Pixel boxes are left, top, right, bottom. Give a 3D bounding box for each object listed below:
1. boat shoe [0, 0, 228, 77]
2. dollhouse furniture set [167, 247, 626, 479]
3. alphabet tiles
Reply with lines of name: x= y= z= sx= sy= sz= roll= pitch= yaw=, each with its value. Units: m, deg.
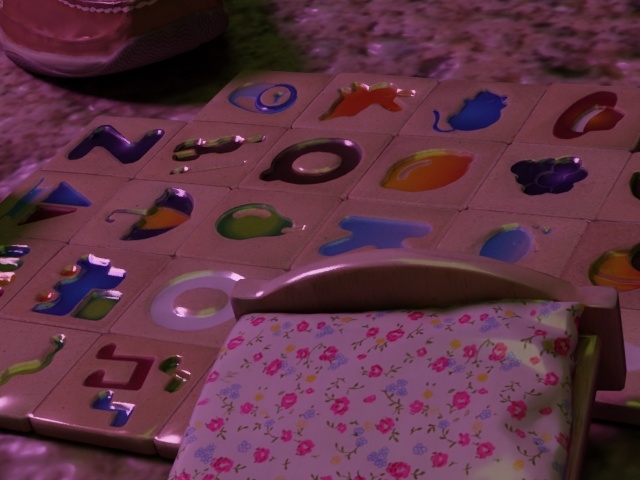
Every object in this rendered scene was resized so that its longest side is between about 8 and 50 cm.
boat shoe: x=-0.159 y=-0.187 z=0.930 sx=0.123 sy=0.116 sz=0.324 roll=-26 pitch=34 yaw=-21
dollhouse furniture set: x=0.044 y=0.005 z=0.478 sx=0.355 sy=0.174 sz=0.303 roll=0 pitch=39 yaw=18
alphabet tiles: x=0.000 y=0.000 z=0.682 sx=0.342 sy=0.011 sz=0.285 roll=6 pitch=35 yaw=27
